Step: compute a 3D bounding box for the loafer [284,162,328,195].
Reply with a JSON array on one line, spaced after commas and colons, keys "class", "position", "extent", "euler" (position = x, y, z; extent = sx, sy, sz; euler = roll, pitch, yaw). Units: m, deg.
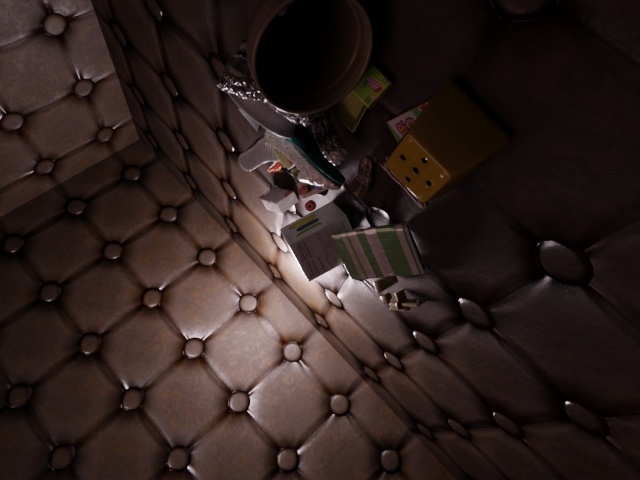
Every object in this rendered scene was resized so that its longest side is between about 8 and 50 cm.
[{"class": "loafer", "position": [-0.054, -0.270, 1.869], "extent": [0.223, 0.076, 0.078], "euler": [37, -167, 10]}]

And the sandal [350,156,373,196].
[{"class": "sandal", "position": [0.160, -0.231, 1.569], "extent": [0.072, 0.049, 0.180], "euler": [35, 138, 20]}]

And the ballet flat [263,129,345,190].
[{"class": "ballet flat", "position": [-0.073, -0.317, 1.710], "extent": [0.409, 0.147, 0.147], "euler": [46, 156, 13]}]

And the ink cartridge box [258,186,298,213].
[{"class": "ink cartridge box", "position": [-0.216, -0.206, 2.180], "extent": [0.198, 0.115, 0.067], "euler": [20, 143, 51]}]

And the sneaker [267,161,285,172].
[{"class": "sneaker", "position": [-0.202, -0.340, 2.029], "extent": [0.067, 0.064, 0.175], "euler": [45, 161, -12]}]

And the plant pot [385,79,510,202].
[{"class": "plant pot", "position": [0.292, -0.224, 1.084], "extent": [0.212, 0.187, 0.212], "euler": [47, 154, 6]}]

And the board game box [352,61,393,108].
[{"class": "board game box", "position": [0.111, -0.475, 1.235], "extent": [0.181, 0.092, 0.043], "euler": [48, -159, 6]}]

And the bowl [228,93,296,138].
[{"class": "bowl", "position": [-0.179, -0.517, 1.562], "extent": [0.298, 0.298, 0.134], "euler": [46, 114, 10]}]

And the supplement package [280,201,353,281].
[{"class": "supplement package", "position": [0.000, 0.000, 1.848], "extent": [0.198, 0.262, 0.199], "euler": [64, 175, -27]}]

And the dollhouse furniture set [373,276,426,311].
[{"class": "dollhouse furniture set", "position": [0.333, 0.216, 1.819], "extent": [0.123, 0.144, 0.151], "euler": [-8, 104, 58]}]

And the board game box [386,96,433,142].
[{"class": "board game box", "position": [0.288, -0.320, 1.224], "extent": [0.124, 0.039, 0.259], "euler": [56, 158, -13]}]

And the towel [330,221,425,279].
[{"class": "towel", "position": [0.225, 0.048, 1.698], "extent": [0.324, 0.038, 0.248], "euler": [-9, 122, 32]}]

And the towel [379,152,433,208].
[{"class": "towel", "position": [0.260, -0.173, 1.276], "extent": [0.187, 0.049, 0.282], "euler": [48, -164, 6]}]

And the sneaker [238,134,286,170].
[{"class": "sneaker", "position": [-0.222, -0.411, 1.907], "extent": [0.321, 0.127, 0.126], "euler": [-11, 119, 36]}]

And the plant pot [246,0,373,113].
[{"class": "plant pot", "position": [-0.062, -0.549, 1.139], "extent": [0.323, 0.323, 0.280], "euler": [86, 162, -53]}]

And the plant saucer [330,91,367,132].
[{"class": "plant saucer", "position": [0.082, -0.466, 1.360], "extent": [0.188, 0.045, 0.188], "euler": [48, 157, 6]}]

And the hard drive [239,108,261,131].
[{"class": "hard drive", "position": [-0.312, -0.567, 1.942], "extent": [0.135, 0.022, 0.094], "euler": [49, 156, 3]}]

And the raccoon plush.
[{"class": "raccoon plush", "position": [-0.115, -0.414, 1.344], "extent": [0.447, 0.299, 0.216], "euler": [62, 158, 3]}]

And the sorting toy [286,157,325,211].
[{"class": "sorting toy", "position": [-0.053, -0.260, 1.794], "extent": [0.132, 0.046, 0.275], "euler": [-18, 102, 27]}]
